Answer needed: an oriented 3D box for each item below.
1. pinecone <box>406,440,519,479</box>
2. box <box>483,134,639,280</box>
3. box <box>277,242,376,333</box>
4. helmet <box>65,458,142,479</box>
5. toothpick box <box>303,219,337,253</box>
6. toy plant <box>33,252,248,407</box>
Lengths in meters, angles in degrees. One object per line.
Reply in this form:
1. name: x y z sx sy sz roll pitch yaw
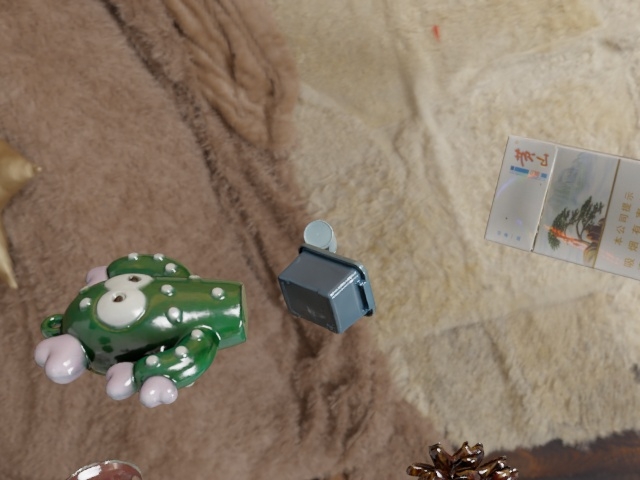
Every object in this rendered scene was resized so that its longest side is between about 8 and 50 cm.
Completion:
1. pinecone: 0.204 0.382 1.169 0.222 0.221 0.221 10 112 25
2. box: 0.347 -0.046 1.117 0.233 0.067 0.149 16 100 29
3. box: 0.004 0.054 0.905 0.099 0.054 0.074 19 139 40
4. helmet: -0.232 0.330 0.925 0.106 0.155 0.175 38 126 32
5. toothpick box: 0.000 0.000 1.444 0.052 0.083 0.052 -1 76 5
6. toy plant: -0.209 0.097 0.994 0.243 0.232 0.112 10 124 20
